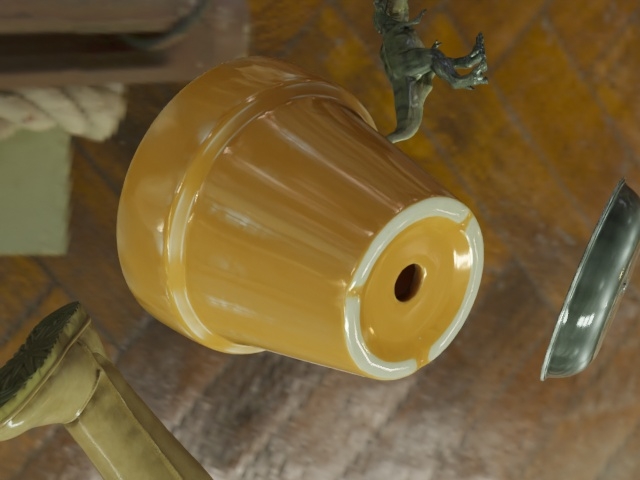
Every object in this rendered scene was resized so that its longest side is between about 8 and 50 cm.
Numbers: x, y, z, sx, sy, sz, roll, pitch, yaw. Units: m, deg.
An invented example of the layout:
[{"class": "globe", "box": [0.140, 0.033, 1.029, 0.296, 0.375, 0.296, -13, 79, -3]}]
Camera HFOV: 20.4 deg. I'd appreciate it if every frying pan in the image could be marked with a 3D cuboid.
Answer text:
[{"class": "frying pan", "box": [0.244, 0.075, 1.647, 0.326, 0.053, 0.197, 92, 24, -56]}]

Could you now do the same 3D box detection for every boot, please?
[{"class": "boot", "box": [-0.219, 0.218, 1.810, 0.269, 0.089, 0.236, 57, 30, -14]}]

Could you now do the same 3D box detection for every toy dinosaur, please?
[{"class": "toy dinosaur", "box": [0.115, -0.181, 1.857, 0.118, 0.268, 0.064, -6, 132, 5]}]

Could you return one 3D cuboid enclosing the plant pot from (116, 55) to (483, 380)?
[{"class": "plant pot", "box": [0.000, 0.000, 1.194, 0.205, 0.188, 0.205, -24, 126, -37]}]
